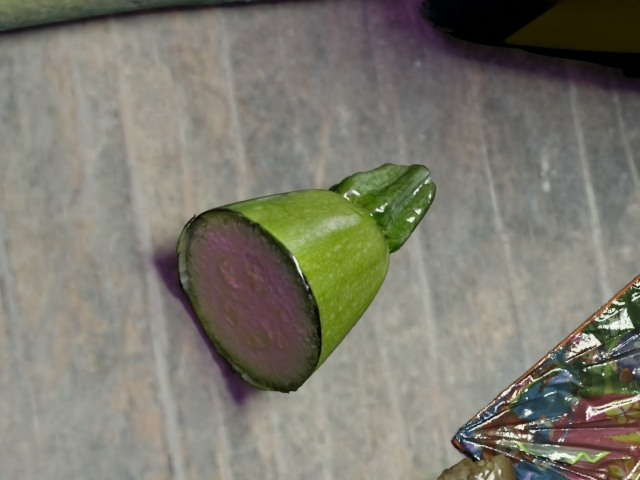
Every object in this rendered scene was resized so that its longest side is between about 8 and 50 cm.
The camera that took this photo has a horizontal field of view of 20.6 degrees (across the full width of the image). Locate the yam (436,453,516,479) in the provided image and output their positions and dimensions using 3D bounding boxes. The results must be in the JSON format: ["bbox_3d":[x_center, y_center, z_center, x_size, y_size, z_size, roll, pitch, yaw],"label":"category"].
[{"bbox_3d":[0.103,0.234,0.934,0.056,0.057,0.241,-8,84,-18],"label":"yam"}]

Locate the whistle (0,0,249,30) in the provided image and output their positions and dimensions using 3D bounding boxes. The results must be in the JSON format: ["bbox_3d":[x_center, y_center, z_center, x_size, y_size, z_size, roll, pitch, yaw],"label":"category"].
[{"bbox_3d":[-0.096,-0.154,0.943,0.326,0.057,0.068,-10,83,-18],"label":"whistle"}]

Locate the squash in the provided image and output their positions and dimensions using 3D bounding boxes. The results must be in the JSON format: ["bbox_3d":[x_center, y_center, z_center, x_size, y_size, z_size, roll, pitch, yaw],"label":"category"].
[{"bbox_3d":[0.004,0.006,0.938,0.132,0.105,0.105,-31,90,-38],"label":"squash"}]

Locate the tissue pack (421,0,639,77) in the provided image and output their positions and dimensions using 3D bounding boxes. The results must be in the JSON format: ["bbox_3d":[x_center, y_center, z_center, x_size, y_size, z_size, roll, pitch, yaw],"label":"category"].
[{"bbox_3d":[0.238,-0.244,0.872,0.264,0.416,0.253,5,78,-16],"label":"tissue pack"}]

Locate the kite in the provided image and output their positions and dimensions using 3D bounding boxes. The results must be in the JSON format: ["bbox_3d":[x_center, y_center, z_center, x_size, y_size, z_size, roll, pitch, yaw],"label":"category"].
[{"bbox_3d":[0.165,0.111,0.997,0.189,0.009,0.232,7,78,-15],"label":"kite"}]
